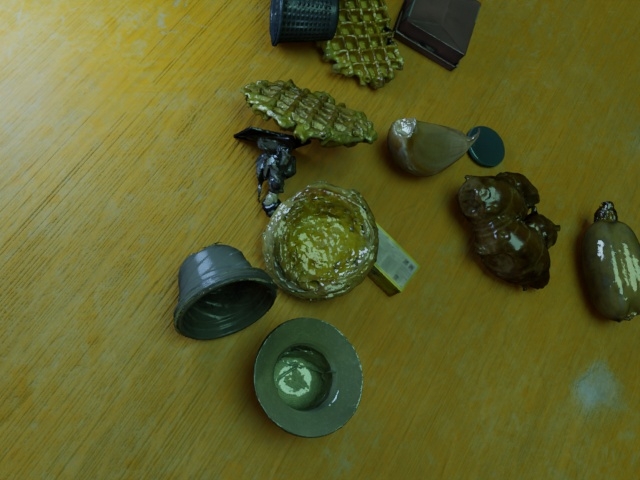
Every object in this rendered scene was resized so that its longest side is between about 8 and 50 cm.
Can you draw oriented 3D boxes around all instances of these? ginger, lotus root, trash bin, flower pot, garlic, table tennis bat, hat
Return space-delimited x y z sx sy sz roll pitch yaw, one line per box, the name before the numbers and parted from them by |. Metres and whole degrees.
ginger | 0.512 -0.028 1.931 0.274 0.152 0.357 -18 83 -46
lotus root | 0.820 0.060 2.031 0.169 0.151 0.342 -5 76 -12
trash bin | -0.039 -0.569 1.816 0.161 0.175 0.175 3 74 -11
flower pot | -0.220 0.100 1.557 0.236 0.235 0.140 -12 59 -26
garlic | 0.280 -0.250 1.883 0.245 0.164 0.145 0 58 -29
table tennis bat | 0.435 -0.269 2.027 0.201 0.033 0.124 3 72 -25
hat | -0.046 0.305 1.599 0.257 0.130 0.257 6 73 -22

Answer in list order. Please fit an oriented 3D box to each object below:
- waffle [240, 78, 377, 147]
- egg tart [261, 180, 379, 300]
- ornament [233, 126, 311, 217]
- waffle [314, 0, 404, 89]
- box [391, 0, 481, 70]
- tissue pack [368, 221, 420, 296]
waffle | -0.025 -0.304 1.732 0.325 0.068 0.302 -1 33 -41
egg tart | 0.000 0.000 1.702 0.291 0.107 0.290 0 89 -3
ornament | -0.125 -0.153 1.706 0.153 0.166 0.196 8 87 -20
waffle | 0.113 -0.550 1.954 0.283 0.065 0.309 34 68 -9
box | 0.335 -0.628 2.057 0.215 0.086 0.215 27 67 -14
tissue pack | 0.151 0.044 1.797 0.176 0.062 0.095 43 61 -6
